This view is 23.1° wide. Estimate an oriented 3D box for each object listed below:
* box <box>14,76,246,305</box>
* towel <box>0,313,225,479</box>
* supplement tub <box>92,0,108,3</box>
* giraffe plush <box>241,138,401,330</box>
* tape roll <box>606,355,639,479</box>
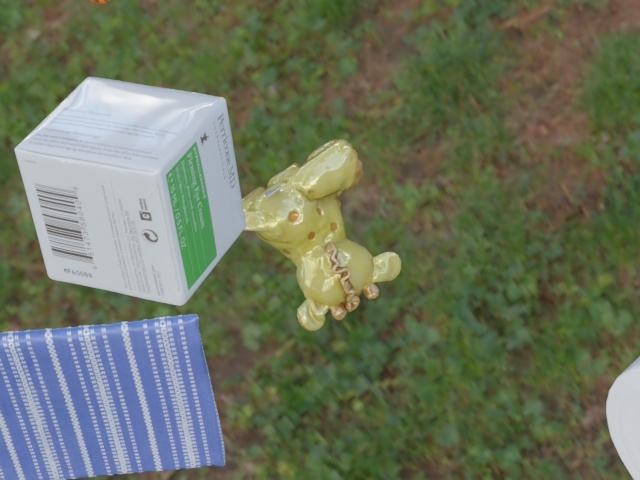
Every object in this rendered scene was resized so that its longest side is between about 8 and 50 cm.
[{"bbox_3d":[-0.112,-0.031,0.949,0.102,0.101,0.087,10,40,23],"label":"box"},{"bbox_3d":[-0.272,0.162,1.570,0.336,0.243,0.040,-5,48,2],"label":"towel"},{"bbox_3d":[-0.266,-0.310,1.494,0.117,0.190,0.117,-29,46,36],"label":"supplement tub"},{"bbox_3d":[0.000,0.000,1.794,0.181,0.170,0.210,-32,7,16],"label":"giraffe plush"},{"bbox_3d":[0.463,0.226,1.763,0.100,0.286,0.286,-38,39,-27],"label":"tape roll"}]
